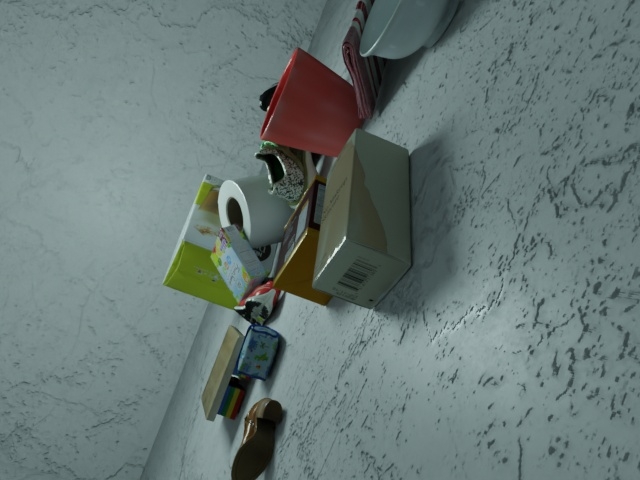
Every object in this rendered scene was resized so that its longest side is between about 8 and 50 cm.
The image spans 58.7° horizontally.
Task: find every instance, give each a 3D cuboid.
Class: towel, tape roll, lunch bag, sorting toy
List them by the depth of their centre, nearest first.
[{"bbox_3d":[0.121,-0.505,1.458,0.237,0.037,0.329,67,-149,-49],"label":"towel"},{"bbox_3d":[-0.167,0.297,1.538,0.151,0.096,0.129,104,-176,-86],"label":"lunch bag"},{"bbox_3d":[-0.274,0.410,1.762,0.257,0.089,0.255,175,116,-75],"label":"sorting toy"},{"bbox_3d":[-0.221,-0.098,1.942,0.246,0.169,0.246,28,124,51],"label":"tape roll"}]

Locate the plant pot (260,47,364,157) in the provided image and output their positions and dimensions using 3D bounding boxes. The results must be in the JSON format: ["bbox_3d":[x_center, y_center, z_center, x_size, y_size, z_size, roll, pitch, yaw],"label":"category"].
[{"bbox_3d":[-0.013,-0.371,1.633,0.275,0.243,0.275,-158,90,-76],"label":"plant pot"}]

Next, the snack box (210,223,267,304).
[{"bbox_3d":[-0.273,0.079,1.872,0.207,0.070,0.174,54,144,19],"label":"snack box"}]

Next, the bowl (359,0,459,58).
[{"bbox_3d":[0.210,-0.513,1.231,0.298,0.134,0.298,-158,90,-77],"label":"bowl"}]

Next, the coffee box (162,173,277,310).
[{"bbox_3d":[-0.372,0.020,2.204,0.338,0.337,0.334,-52,22,47],"label":"coffee box"}]

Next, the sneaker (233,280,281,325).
[{"bbox_3d":[-0.186,0.197,1.795,0.118,0.107,0.279,-54,9,-27],"label":"sneaker"}]

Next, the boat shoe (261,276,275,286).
[{"bbox_3d":[-0.184,0.149,1.896,0.152,0.049,0.056,134,154,-58],"label":"boat shoe"}]

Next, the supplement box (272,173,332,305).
[{"bbox_3d":[0.000,0.000,1.258,0.194,0.129,0.191,-82,19,-45],"label":"supplement box"}]

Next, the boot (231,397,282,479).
[{"bbox_3d":[-0.153,0.452,1.286,0.197,0.073,0.152,-61,11,-26],"label":"boot"}]

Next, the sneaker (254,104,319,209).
[{"bbox_3d":[-0.128,-0.292,1.822,0.158,0.182,0.410,-37,57,35],"label":"sneaker"}]

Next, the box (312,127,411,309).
[{"bbox_3d":[0.080,-0.048,1.044,0.311,0.121,0.148,-83,20,-46],"label":"box"}]

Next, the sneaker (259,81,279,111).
[{"bbox_3d":[-0.070,-0.494,1.985,0.124,0.283,0.107,-122,25,-57],"label":"sneaker"}]
